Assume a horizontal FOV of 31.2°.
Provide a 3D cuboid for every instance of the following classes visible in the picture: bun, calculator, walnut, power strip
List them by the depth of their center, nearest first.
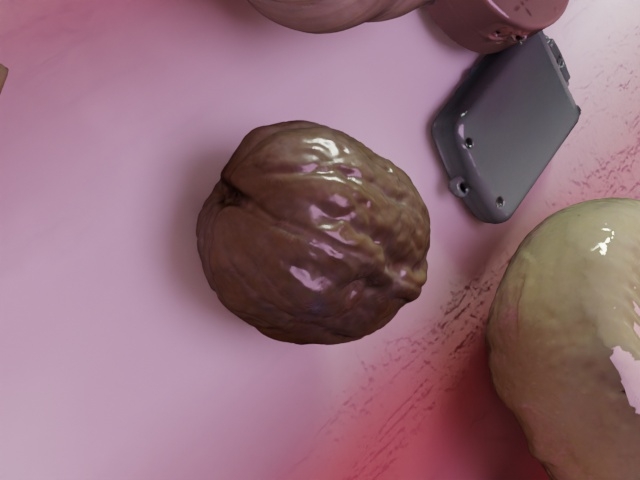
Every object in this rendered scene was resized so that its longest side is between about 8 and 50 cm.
[{"bbox_3d":[0.002,0.000,0.940,0.230,0.178,0.178,19,76,-46],"label":"walnut"},{"bbox_3d":[0.174,-0.266,1.151,0.154,0.078,0.154,9,73,-33],"label":"power strip"},{"bbox_3d":[0.296,0.142,1.186,0.361,0.213,0.361,27,55,-46],"label":"bun"},{"bbox_3d":[0.200,-0.127,1.211,0.246,0.045,0.141,-52,122,-33],"label":"calculator"}]

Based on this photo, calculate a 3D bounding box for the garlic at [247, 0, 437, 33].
[{"bbox_3d":[0.018,-0.319,0.912,0.322,0.241,0.321,11,77,-57],"label":"garlic"}]

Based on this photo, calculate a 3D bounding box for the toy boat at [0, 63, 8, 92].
[{"bbox_3d":[-0.275,-0.084,0.726,0.121,0.089,0.321,38,63,-50],"label":"toy boat"}]
